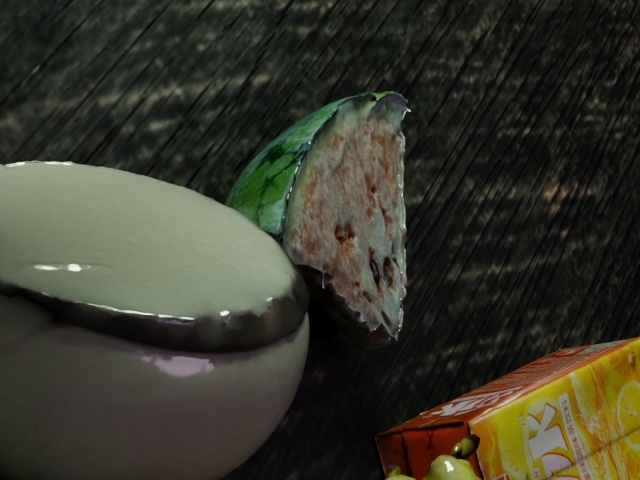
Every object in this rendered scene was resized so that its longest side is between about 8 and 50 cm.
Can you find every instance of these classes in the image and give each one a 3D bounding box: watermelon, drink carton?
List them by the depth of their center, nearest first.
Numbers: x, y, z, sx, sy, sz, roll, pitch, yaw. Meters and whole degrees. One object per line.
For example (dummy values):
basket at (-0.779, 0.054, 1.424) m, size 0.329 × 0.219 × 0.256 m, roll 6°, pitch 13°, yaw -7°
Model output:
watermelon at (0.000, 0.000, 0.959) m, size 0.187 × 0.071 × 0.139 m, roll -45°, pitch 121°, yaw -58°
drink carton at (0.129, 0.127, 1.075) m, size 0.223 × 0.071 × 0.096 m, roll -18°, pitch 93°, yaw -52°

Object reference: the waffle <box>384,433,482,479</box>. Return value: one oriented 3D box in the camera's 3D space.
waffle at (0.018, 0.231, 0.791) m, size 0.329 × 0.062 × 0.329 m, roll -35°, pitch 138°, yaw -40°

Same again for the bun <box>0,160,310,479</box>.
bun at (-0.093, 0.047, 0.753) m, size 0.173 × 0.173 × 0.120 m, roll -17°, pitch 130°, yaw -53°
